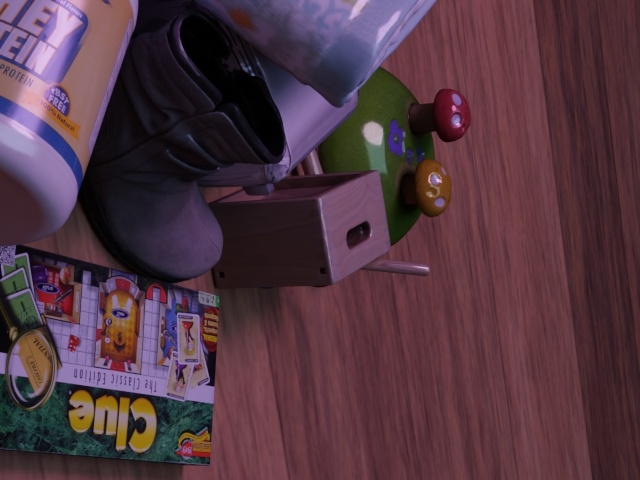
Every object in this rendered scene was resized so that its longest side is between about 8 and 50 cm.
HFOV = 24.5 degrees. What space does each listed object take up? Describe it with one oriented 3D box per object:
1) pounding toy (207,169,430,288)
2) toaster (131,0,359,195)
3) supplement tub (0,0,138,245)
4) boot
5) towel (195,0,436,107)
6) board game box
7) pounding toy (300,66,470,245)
[{"bbox_3d":[0.000,0.000,1.222,0.141,0.130,0.100,-27,111,-59],"label":"pounding toy"},{"bbox_3d":[-0.068,-0.147,1.120,0.146,0.129,0.227,-55,135,-45],"label":"toaster"},{"bbox_3d":[-0.192,-0.113,0.876,0.144,0.144,0.200,48,47,-48],"label":"supplement tub"},{"bbox_3d":[-0.092,-0.053,1.031,0.246,0.161,0.083,55,43,-43],"label":"boot"},{"bbox_3d":[-0.035,-0.281,1.066,0.320,0.090,0.374,35,40,1],"label":"towel"},{"bbox_3d":[-0.155,0.087,1.043,0.259,0.030,0.136,19,73,-59],"label":"board game box"},{"bbox_3d":[0.073,-0.076,1.381,0.237,0.110,0.183,-26,110,-59],"label":"pounding toy"}]
